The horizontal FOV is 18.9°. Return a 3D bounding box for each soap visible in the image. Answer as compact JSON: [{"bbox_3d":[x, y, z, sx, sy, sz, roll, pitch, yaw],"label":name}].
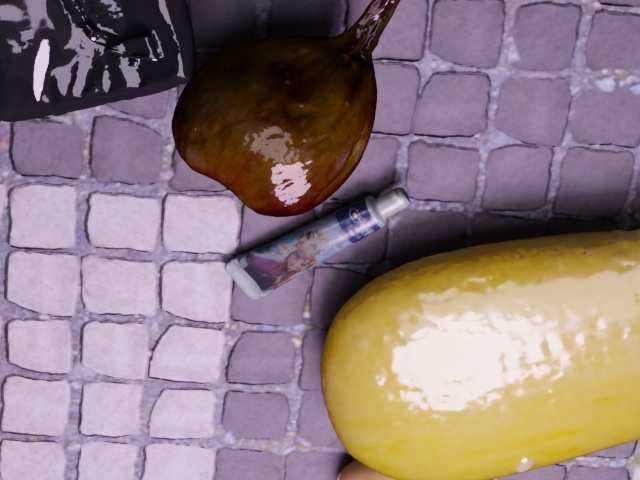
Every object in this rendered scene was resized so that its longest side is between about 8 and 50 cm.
[{"bbox_3d":[0.213,0.131,2.112,0.427,0.115,0.306,-10,126,1],"label":"soap"}]

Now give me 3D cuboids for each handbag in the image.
[{"bbox_3d":[-0.254,-0.251,1.816,0.244,0.088,0.275,-10,117,13],"label":"handbag"}]

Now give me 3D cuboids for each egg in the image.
[{"bbox_3d":[0.066,0.286,2.217,0.096,0.080,0.080,-17,123,-10],"label":"egg"}]

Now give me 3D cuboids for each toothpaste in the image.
[{"bbox_3d":[0.000,0.000,2.059,0.216,0.037,0.062,-27,122,17],"label":"toothpaste"}]

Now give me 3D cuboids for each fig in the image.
[{"bbox_3d":[-0.006,-0.141,1.862,0.190,0.190,0.290,39,130,-25],"label":"fig"}]
